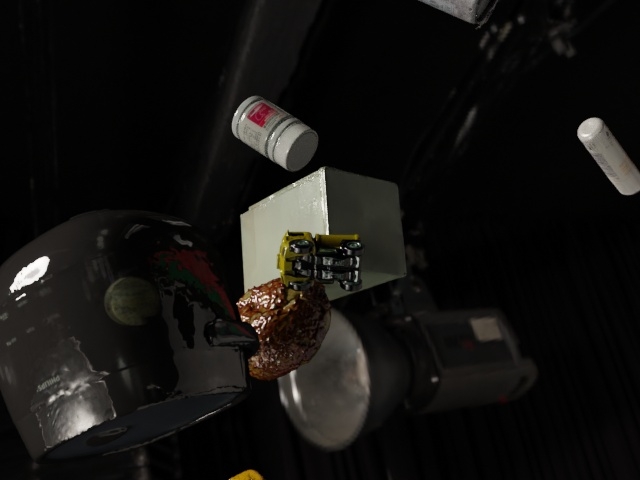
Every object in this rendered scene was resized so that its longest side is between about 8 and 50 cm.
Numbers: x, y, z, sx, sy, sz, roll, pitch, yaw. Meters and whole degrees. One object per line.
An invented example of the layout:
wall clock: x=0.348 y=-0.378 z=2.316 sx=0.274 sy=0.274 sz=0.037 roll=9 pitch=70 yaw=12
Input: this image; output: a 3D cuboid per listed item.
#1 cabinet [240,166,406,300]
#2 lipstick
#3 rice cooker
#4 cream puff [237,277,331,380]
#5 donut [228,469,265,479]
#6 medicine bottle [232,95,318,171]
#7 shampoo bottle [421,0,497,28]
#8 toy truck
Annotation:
cabinet: x=0.000 y=0.000 z=1.350 sx=0.145 sy=0.150 sz=0.206 roll=10 pitch=-22 yaw=-38
lipstick: x=0.403 y=-0.116 z=1.253 sx=0.040 sy=0.040 sz=0.141 roll=-29 pitch=-48 yaw=27
rice cooker: x=-0.209 y=0.097 z=0.950 sx=0.267 sy=0.224 sz=0.267 roll=-20 pitch=-18 yaw=-7
cream puff: x=-0.056 y=0.101 z=1.134 sx=0.149 sy=0.149 sz=0.084 roll=-28 pitch=-52 yaw=25
donut: x=-0.098 y=0.356 z=1.175 sx=0.043 sy=0.108 sz=0.097 roll=-1 pitch=-25 yaw=-32
medicine bottle: x=-0.054 y=-0.127 z=1.071 sx=0.058 sy=0.091 sz=0.058 roll=-40 pitch=-30 yaw=-29
shampoo bottle: x=0.055 y=-0.258 z=0.779 sx=0.214 sy=0.072 sz=0.072 roll=28 pitch=-27 yaw=14
toy truck: x=-0.001 y=0.017 z=0.881 sx=0.083 sy=0.054 sz=0.049 roll=1 pitch=-66 yaw=-4
